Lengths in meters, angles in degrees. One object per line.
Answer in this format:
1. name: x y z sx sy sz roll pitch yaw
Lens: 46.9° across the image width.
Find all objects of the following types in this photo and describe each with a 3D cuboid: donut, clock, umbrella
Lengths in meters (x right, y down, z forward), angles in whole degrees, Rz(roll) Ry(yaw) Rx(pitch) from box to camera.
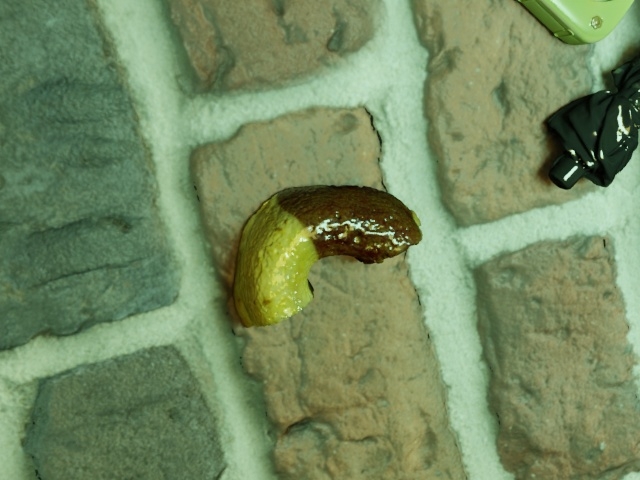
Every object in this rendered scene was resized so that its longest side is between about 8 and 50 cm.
1. donut: 0.000 0.000 1.001 0.295 0.112 0.151 -30 108 -7
2. clock: 0.383 -0.405 1.029 0.170 0.069 0.232 37 90 -16
3. umbrella: 0.434 -0.184 1.068 0.122 0.110 0.272 43 94 -17
